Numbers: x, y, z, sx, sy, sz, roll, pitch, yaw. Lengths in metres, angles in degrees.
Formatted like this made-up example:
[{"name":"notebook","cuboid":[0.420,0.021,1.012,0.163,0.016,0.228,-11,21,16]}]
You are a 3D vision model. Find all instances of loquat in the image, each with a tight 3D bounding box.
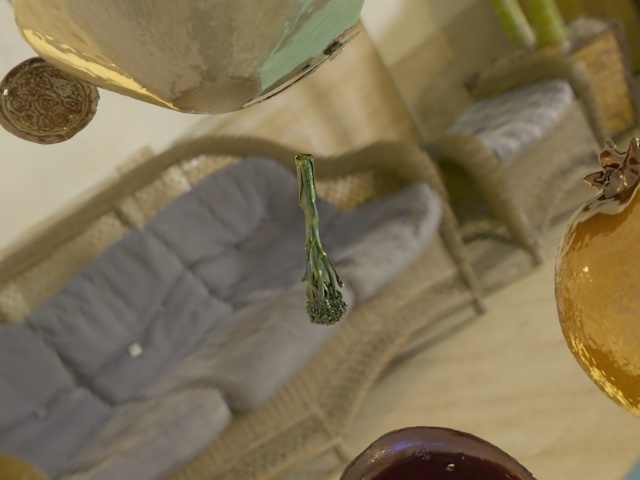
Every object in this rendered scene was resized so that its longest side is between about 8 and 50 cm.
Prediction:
[{"name":"loquat","cuboid":[0.247,0.017,0.916,0.208,0.208,0.208,-27,13,7]}]

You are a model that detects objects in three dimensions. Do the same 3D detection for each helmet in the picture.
[{"name":"helmet","cuboid":[0.081,0.217,0.992,0.155,0.106,0.175,-28,49,-8]}]

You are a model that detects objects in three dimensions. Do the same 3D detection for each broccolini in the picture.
[{"name":"broccolini","cuboid":[0.000,0.000,1.203,0.035,0.140,0.030,-4,9,6]}]

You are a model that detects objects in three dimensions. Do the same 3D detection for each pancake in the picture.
[{"name":"pancake","cuboid":[-0.281,-0.145,1.548,0.115,0.115,0.011,-34,-23,-21]}]

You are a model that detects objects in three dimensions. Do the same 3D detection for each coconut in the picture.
[{"name":"coconut","cuboid":[-0.107,-0.248,1.232,0.323,0.323,0.323,-27,13,7]}]
